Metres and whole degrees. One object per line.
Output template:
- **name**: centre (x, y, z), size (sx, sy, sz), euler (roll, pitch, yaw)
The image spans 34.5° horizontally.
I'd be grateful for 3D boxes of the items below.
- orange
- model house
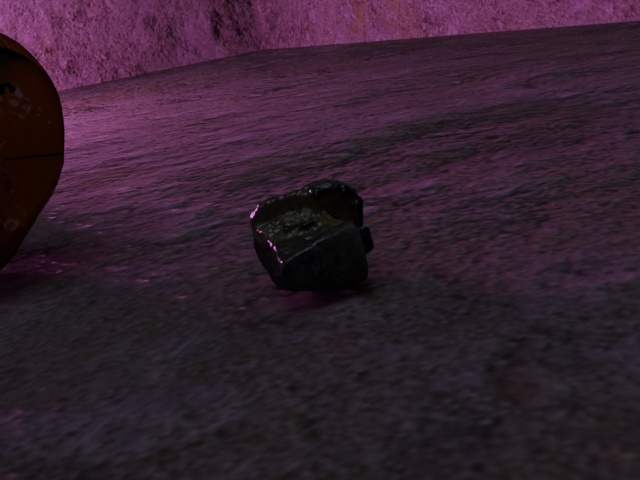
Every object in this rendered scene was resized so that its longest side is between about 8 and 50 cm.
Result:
- **orange**: centre (-0.317, -0.072, 0.871), size (0.182, 0.234, 0.234), euler (31, 3, -18)
- **model house**: centre (0.000, 0.000, 0.692), size (0.078, 0.066, 0.083), euler (-14, 16, -12)
